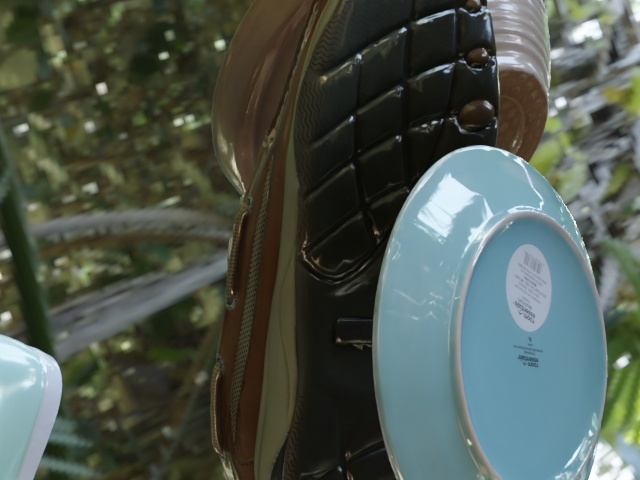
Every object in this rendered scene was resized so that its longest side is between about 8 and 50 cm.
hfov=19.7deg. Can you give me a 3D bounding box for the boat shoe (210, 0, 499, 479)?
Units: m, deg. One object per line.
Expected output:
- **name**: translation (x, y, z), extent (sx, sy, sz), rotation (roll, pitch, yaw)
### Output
- **boat shoe**: translation (0.000, 0.000, 0.957), extent (0.120, 0.122, 0.324), rotation (15, -84, 54)

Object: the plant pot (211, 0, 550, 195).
- **plant pot**: translation (0.060, -0.084, 1.127), extent (0.110, 0.237, 0.237), rotation (47, -50, 35)

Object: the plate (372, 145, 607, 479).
- **plate**: translation (0.086, 0.051, 0.809), extent (0.024, 0.188, 0.188), rotation (-4, -77, 38)

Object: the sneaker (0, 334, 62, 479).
- **sneaker**: translation (-0.258, 0.169, 1.124), extent (0.094, 0.151, 0.256), rotation (-4, -113, 41)
